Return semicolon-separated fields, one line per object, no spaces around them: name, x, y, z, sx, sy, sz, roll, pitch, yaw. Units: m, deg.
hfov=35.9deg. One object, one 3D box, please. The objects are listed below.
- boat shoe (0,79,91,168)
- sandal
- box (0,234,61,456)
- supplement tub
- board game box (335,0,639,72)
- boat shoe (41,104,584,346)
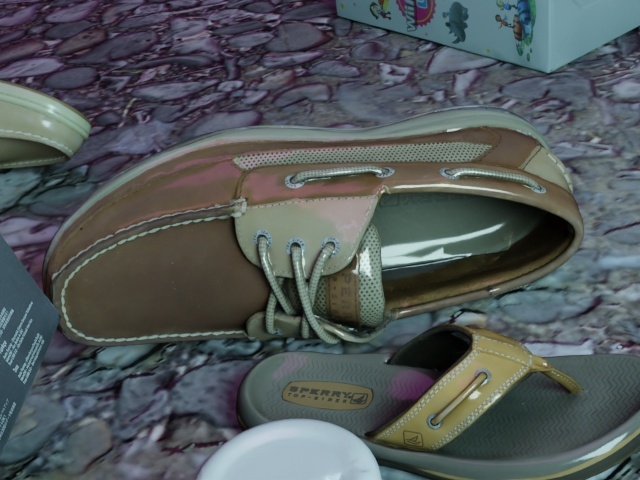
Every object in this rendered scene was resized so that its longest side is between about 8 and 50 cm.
boat shoe;-0.332;-0.070;0.816;0.303;0.109;0.098;1;72;16
sandal;0.059;0.071;0.494;0.220;0.060;0.090;3;33;20
box;-0.262;0.133;0.405;0.243;0.076;0.307;-21;28;15
supplement tub;-0.006;0.128;0.372;0.071;0.107;0.071;-7;30;4
board game box;0.188;-0.281;1.009;0.224;0.097;0.303;-28;35;-29
boat shoe;0.000;0.000;0.575;0.325;0.123;0.116;-16;33;-7
